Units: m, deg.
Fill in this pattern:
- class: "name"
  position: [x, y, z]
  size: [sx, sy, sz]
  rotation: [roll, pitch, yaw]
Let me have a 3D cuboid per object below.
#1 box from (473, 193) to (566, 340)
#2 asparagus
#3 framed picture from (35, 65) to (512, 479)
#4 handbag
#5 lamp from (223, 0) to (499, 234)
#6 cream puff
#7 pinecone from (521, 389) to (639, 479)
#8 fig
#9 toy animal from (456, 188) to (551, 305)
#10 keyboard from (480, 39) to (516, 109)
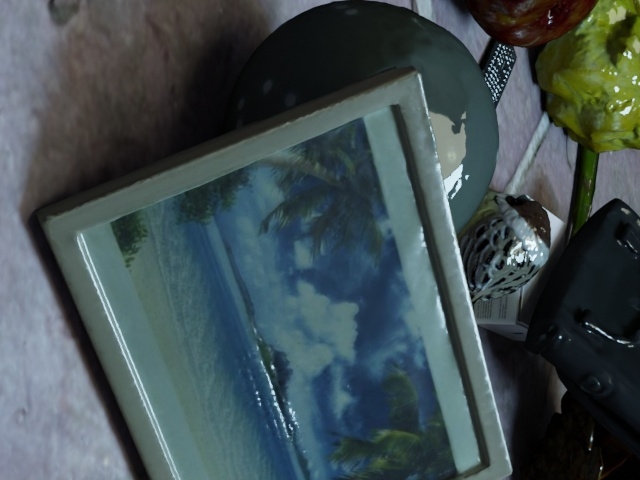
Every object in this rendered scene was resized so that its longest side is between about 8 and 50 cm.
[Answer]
- class: "box"
  position: [0.204, 0.030, 1.458]
  size: [0.129, 0.051, 0.130]
  rotation: [25, 70, -62]
- class: "asparagus"
  position: [0.308, -0.047, 1.691]
  size: [0.034, 0.027, 0.236]
  rotation: [43, 53, -50]
- class: "framed picture"
  position: [-0.012, 0.069, 0.884]
  size: [0.024, 0.232, 0.315]
  rotation: [-129, -161, -58]
- class: "handbag"
  position: [0.332, 0.100, 1.460]
  size: [0.244, 0.088, 0.275]
  rotation: [41, 41, -2]
- class: "lamp"
  position: [-0.009, -0.013, 0.938]
  size: [0.314, 0.182, 0.182]
  rotation: [-56, 144, -13]
- class: "cream puff"
  position: [0.352, -0.226, 1.604]
  size: [0.282, 0.185, 0.281]
  rotation: [-15, 107, -63]
- class: "pinecone"
  position: [0.323, 0.247, 1.542]
  size: [0.201, 0.202, 0.228]
  rotation: [15, 72, -29]
- class: "fig"
  position: [0.193, -0.319, 1.353]
  size: [0.170, 0.146, 0.274]
  rotation: [43, 39, -58]
- class: "toy animal"
  position: [0.164, 0.018, 1.329]
  size: [0.098, 0.098, 0.137]
  rotation: [46, 51, -55]
- class: "keyboard"
  position: [0.168, -0.156, 1.426]
  size: [0.155, 0.010, 0.053]
  rotation: [-63, 142, -41]
